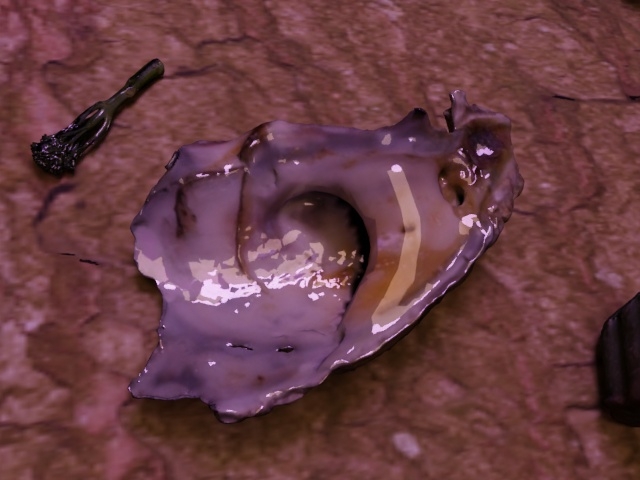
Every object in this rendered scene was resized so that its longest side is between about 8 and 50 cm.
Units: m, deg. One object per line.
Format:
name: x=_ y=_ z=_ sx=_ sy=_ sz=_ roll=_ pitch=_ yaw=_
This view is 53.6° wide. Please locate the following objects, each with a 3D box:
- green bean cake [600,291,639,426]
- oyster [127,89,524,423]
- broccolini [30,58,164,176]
green bean cake: x=0.310 y=0.068 z=0.443 sx=0.181 sy=0.173 sz=0.094 roll=3 pitch=63 yaw=-8
oyster: x=-0.001 y=0.004 z=0.460 sx=0.270 sy=0.100 sz=0.275 roll=17 pitch=76 yaw=0
broccolini: x=-0.181 y=-0.106 z=0.522 sx=0.035 sy=0.030 sz=0.140 roll=11 pitch=52 yaw=35
